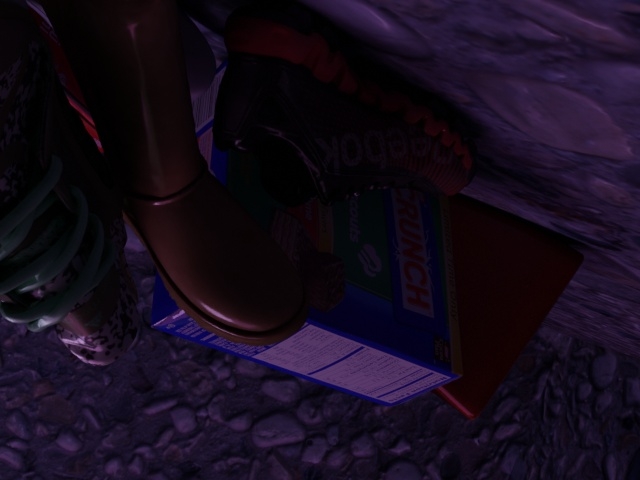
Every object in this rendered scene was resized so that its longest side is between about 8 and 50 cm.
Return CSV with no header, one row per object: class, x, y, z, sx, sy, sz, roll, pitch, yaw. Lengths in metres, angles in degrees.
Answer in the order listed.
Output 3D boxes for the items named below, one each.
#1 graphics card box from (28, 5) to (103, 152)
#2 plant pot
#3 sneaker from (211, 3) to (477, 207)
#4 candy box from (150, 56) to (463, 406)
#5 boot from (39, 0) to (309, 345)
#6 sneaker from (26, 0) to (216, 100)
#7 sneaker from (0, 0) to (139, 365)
graphics card box,-0.421,-0.185,0.888,0.370,0.094,0.233,-3,151,28
plant pot,0.165,0.058,1.125,0.235,0.267,0.267,36,175,-7
sneaker,0.022,-0.079,0.647,0.276,0.135,0.097,23,175,-38
candy box,0.000,0.000,0.812,0.317,0.268,0.122,25,140,-36
boot,-0.102,-0.066,0.524,0.236,0.089,0.270,39,154,21
sneaker,-0.156,-0.174,0.615,0.091,0.094,0.258,26,179,32
sneaker,-0.165,-0.012,0.450,0.182,0.158,0.410,48,173,-3
